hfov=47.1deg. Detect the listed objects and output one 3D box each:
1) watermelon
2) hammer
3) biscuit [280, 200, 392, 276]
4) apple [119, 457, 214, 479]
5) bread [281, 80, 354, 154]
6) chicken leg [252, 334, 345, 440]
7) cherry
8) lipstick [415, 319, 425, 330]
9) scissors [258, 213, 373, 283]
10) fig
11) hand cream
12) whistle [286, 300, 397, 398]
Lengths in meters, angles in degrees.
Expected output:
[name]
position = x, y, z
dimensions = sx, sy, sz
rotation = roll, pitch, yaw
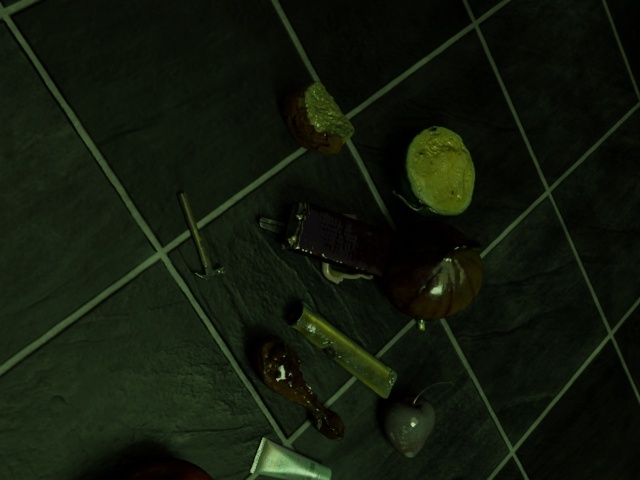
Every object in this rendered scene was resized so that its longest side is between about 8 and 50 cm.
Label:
[watermelon]
position = 0.250, -0.142, 1.689
dimensions = 0.204, 0.127, 0.232
rotation = 34, 65, -22
[hammer]
position = -0.246, -0.007, 1.443
dimensions = 0.062, 0.017, 0.182
rotation = -26, 103, -30
[biscuit]
position = 0.034, -0.001, 1.561
dimensions = 0.252, 0.070, 0.106
rotation = 18, 83, -30
[apple]
position = -0.277, 0.506, 1.319
dimensions = 0.218, 0.218, 0.202
rotation = -22, 110, -30
[bread]
position = -0.012, -0.246, 1.525
dimensions = 0.156, 0.125, 0.086
rotation = 50, 58, -7
[chicken leg]
position = -0.041, 0.320, 1.531
dimensions = 0.093, 0.113, 0.304
rotation = -37, 114, -3
[cherry]
position = 0.228, 0.419, 1.703
dimensions = 0.188, 0.115, 0.148
rotation = -5, 75, -38
[lipstick]
position = 0.237, 0.161, 1.748
dimensions = 0.037, 0.037, 0.116
rotation = -9, 100, -32
[scissors]
position = 0.000, 0.000, 1.596
dimensions = 0.317, 0.024, 0.160
rotation = 19, 83, -32
[fig]
position = 0.246, 0.061, 1.639
dimensions = 0.235, 0.234, 0.214
rotation = -64, 158, -14
[hand cream]
position = -0.061, 0.479, 1.562
dimensions = 0.174, 0.047, 0.076
rotation = 24, 79, -22
[whistle]
position = 0.055, 0.243, 1.617
dimensions = 0.326, 0.057, 0.068
rotation = 40, 71, -27
